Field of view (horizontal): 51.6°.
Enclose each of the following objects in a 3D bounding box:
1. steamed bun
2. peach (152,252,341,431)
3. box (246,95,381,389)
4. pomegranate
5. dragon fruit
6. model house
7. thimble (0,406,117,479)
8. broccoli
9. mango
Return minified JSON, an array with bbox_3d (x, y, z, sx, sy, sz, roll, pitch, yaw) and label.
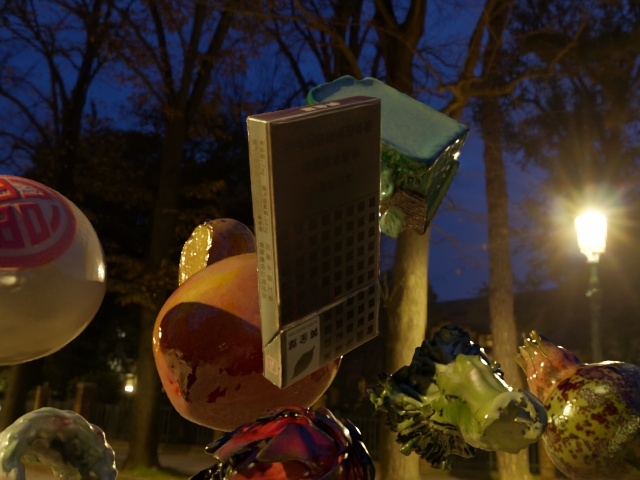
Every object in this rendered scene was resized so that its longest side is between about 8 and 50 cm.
[{"bbox_3d":[-0.425,0.019,0.886,0.282,0.283,0.177,9,-50,-22],"label":"steamed bun"},{"bbox_3d":[-0.126,0.174,1.117,0.307,0.308,0.332,-9,15,37],"label":"peach"},{"bbox_3d":[0.001,0.000,0.804,0.180,0.325,0.047,-21,29,-40],"label":"box"},{"bbox_3d":[0.425,0.282,1.073,0.276,0.204,0.222,17,-12,30],"label":"pomegranate"},{"bbox_3d":[-0.030,0.267,0.729,0.182,0.182,0.188,-9,20,36],"label":"dragon fruit"},{"bbox_3d":[0.097,-0.140,1.275,0.280,0.230,0.249,32,-51,18],"label":"model house"},{"bbox_3d":[-0.419,0.371,0.994,0.149,0.211,0.185,-36,-44,29],"label":"thimble"},{"bbox_3d":[0.158,0.177,0.703,0.164,0.146,0.304,-34,-6,-8],"label":"broccoli"},{"bbox_3d":[-0.200,0.079,1.333,0.167,0.262,0.130,26,-31,-31],"label":"mango"}]
